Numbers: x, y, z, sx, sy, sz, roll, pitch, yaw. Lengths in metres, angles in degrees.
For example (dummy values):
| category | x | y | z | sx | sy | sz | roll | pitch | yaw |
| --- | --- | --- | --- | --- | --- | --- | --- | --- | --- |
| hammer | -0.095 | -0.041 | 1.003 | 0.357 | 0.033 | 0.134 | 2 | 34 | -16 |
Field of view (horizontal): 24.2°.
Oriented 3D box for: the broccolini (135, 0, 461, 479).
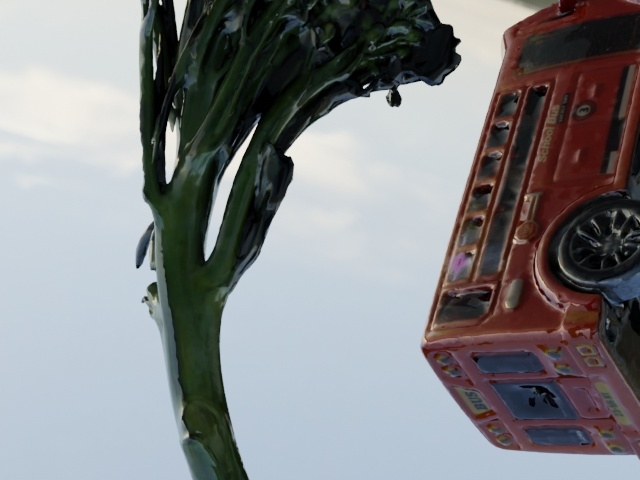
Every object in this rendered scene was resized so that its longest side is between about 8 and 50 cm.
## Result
| category | x | y | z | sx | sy | sz | roll | pitch | yaw |
| --- | --- | --- | --- | --- | --- | --- | --- | --- | --- |
| broccolini | 0.000 | 0.009 | 0.506 | 0.123 | 0.271 | 0.062 | -10 | -179 | -10 |

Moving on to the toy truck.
| category | x | y | z | sx | sy | sz | roll | pitch | yaw |
| --- | --- | --- | --- | --- | --- | --- | --- | --- | --- |
| toy truck | 0.130 | -0.031 | 0.676 | 0.114 | 0.252 | 0.107 | -7 | 138 | 33 |
